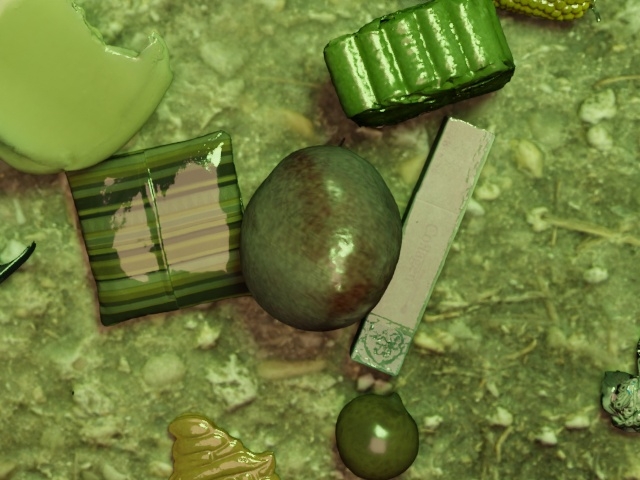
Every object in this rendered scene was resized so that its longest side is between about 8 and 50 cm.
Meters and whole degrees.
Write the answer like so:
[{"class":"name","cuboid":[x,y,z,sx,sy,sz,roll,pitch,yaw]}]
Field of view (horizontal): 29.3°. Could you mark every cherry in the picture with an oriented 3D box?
[{"class":"cherry","cuboid":[0.000,0.000,1.429,0.184,0.266,0.213,11,117,-13]}]

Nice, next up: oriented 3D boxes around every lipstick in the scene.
[{"class":"lipstick","cuboid":[0.123,0.006,1.494,0.066,0.068,0.317,22,97,0]}]

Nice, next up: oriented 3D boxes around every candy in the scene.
[{"class":"candy","cuboid":[0.426,0.137,1.515,0.094,0.051,0.226,30,98,-13]}]

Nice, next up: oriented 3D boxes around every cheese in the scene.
[{"class":"cheese","cuboid":[-0.315,-0.206,1.414,0.233,0.127,0.266,-43,123,4]}]

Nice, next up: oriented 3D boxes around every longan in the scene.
[{"class":"longan","cuboid":[0.071,0.240,1.511,0.113,0.092,0.113,-3,76,11]}]

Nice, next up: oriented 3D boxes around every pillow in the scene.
[{"class":"pillow","cuboid":[-0.192,-0.013,1.506,0.208,0.052,0.212,-12,97,-1]}]

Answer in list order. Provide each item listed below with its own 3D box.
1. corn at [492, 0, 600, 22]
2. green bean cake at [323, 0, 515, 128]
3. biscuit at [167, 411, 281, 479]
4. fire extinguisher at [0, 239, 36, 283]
[{"class":"corn","cuboid":[0.191,-0.332,1.443,0.310,0.101,0.101,16,96,1]},{"class":"green bean cake","cuboid":[0.113,-0.203,1.401,0.200,0.214,0.113,-17,91,5]},{"class":"biscuit","cuboid":[-0.118,0.331,1.556,0.162,0.035,0.250,-30,96,9]},{"class":"fire extinguisher","cuboid":[-0.527,0.016,1.500,0.344,0.102,0.138,7,62,0]}]
